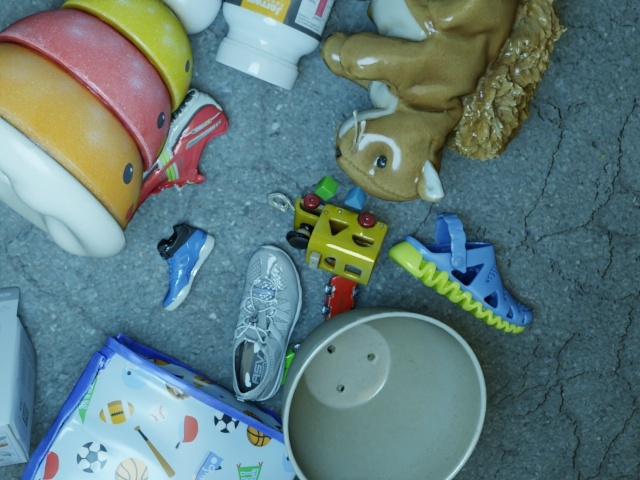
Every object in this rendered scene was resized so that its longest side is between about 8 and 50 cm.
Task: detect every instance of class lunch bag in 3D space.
[{"bbox_3d":[-0.275,0.377,1.185,0.385,0.239,0.328,33,81,-27],"label":"lunch bag"}]

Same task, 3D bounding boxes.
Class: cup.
[{"bbox_3d":[0.076,0.246,1.184,0.331,0.237,0.331,-3,102,-14],"label":"cup"}]

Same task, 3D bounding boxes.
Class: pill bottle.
[{"bbox_3d":[-0.056,-0.386,1.081,0.162,0.162,0.278,19,100,-17],"label":"pill bottle"}]

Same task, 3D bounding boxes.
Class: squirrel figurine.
[{"bbox_3d":[0.195,-0.236,1.103,0.397,0.281,0.370,7,93,-24],"label":"squirrel figurine"}]

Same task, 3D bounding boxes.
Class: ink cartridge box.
[{"bbox_3d":[-0.631,0.230,1.121,0.309,0.272,0.130,-6,137,-10],"label":"ink cartridge box"}]

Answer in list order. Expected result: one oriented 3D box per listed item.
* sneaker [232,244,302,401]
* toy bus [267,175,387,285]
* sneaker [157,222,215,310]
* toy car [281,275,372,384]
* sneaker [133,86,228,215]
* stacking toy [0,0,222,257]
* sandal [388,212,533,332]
[{"bbox_3d":[-0.097,0.149,1.220,0.105,0.115,0.281,4,91,12],"label":"sneaker"},{"bbox_3d":[0.012,0.001,1.189,0.191,0.202,0.104,46,51,-29],"label":"toy bus"},{"bbox_3d":[-0.255,0.042,1.210,0.084,0.058,0.152,29,93,-24],"label":"sneaker"},{"bbox_3d":[0.001,0.196,1.315,0.225,0.053,0.239,-26,109,-4],"label":"toy car"},{"bbox_3d":[-0.251,-0.114,1.150,0.118,0.107,0.279,34,100,-33],"label":"sneaker"},{"bbox_3d":[-0.301,-0.247,1.003,0.350,0.350,0.480,42,71,-19],"label":"stacking toy"},{"bbox_3d":[0.286,0.061,1.306,0.317,0.126,0.138,34,92,-20],"label":"sandal"}]
